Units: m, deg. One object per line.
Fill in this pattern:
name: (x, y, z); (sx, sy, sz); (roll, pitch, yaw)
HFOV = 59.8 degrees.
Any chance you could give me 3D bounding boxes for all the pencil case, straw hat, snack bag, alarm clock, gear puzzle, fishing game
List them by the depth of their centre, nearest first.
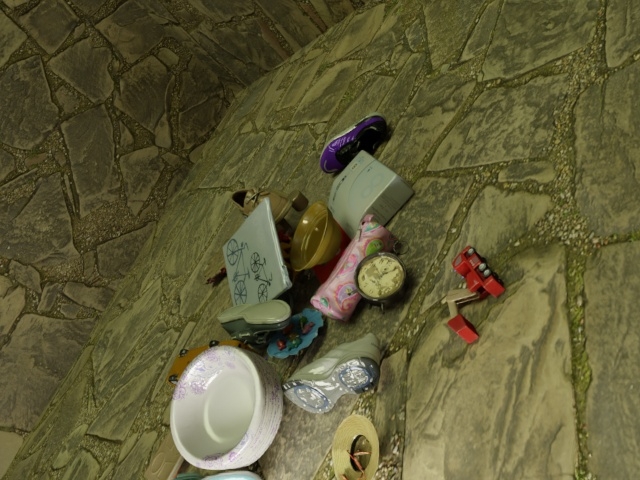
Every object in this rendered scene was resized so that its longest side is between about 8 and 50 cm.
straw hat: (0.088, 0.421, 1.098); (0.144, 0.061, 0.145); (-30, 50, 43)
alarm clock: (0.161, 0.081, 1.365); (0.129, 0.064, 0.192); (26, 77, 29)
pencil case: (0.089, 0.075, 1.463); (0.284, 0.124, 0.124); (-57, 28, -10)
fishing game: (-0.075, 0.248, 1.530); (0.264, 0.041, 0.189); (-44, 23, -19)
snack bag: (-0.203, 0.072, 1.730); (0.342, 0.037, 0.323); (-45, 51, 43)
gear puzzle: (-0.337, 0.050, 2.241); (0.338, 0.044, 0.176); (-36, 29, 22)

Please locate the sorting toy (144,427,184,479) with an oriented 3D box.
sorting toy: (-0.443, 0.643, 1.671); (0.208, 0.038, 0.193); (-7, 50, 60)

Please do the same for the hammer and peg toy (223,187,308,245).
hammer and peg toy: (-0.183, -0.031, 2.006); (0.361, 0.127, 0.266); (-46, 27, 2)

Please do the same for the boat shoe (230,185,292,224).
boat shoe: (-0.214, -0.121, 1.905); (0.122, 0.110, 0.341); (-56, 28, -16)

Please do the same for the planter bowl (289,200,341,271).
planter bowl: (0.000, 0.000, 1.629); (0.217, 0.090, 0.217); (-46, 33, 42)

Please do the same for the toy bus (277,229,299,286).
toy bus: (-0.096, 0.063, 1.773); (0.191, 0.104, 0.202); (68, -143, -78)

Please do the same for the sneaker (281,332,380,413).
sneaker: (0.032, 0.311, 1.304); (0.297, 0.111, 0.129); (-28, 17, 33)

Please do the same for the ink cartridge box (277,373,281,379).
ink cartridge box: (-0.191, 0.446, 1.492); (0.108, 0.062, 0.209); (-18, 42, 45)

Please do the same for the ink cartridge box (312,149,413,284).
ink cartridge box: (0.075, -0.080, 1.710); (0.385, 0.091, 0.308); (-47, 27, 6)

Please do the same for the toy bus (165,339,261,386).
toy bus: (-0.336, 0.392, 1.706); (0.332, 0.130, 0.108); (-23, 39, 43)

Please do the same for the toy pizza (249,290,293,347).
toy pizza: (-0.149, 0.244, 1.713); (0.201, 0.032, 0.201); (-36, 32, 26)

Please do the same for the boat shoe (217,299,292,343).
boat shoe: (-0.177, 0.239, 1.591); (0.319, 0.099, 0.116); (-10, 17, 48)

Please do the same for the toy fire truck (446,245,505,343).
toy fire truck: (0.309, 0.107, 1.163); (0.135, 0.047, 0.192); (-44, 27, 15)

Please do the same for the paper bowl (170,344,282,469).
paper bowl: (-0.215, 0.409, 1.359); (0.284, 0.148, 0.285); (-15, 60, 28)

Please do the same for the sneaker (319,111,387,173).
sneaker: (0.111, -0.321, 1.939); (0.293, 0.102, 0.146); (-38, 30, 23)

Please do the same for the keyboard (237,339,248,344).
keyboard: (-0.237, 0.260, 1.839); (0.108, 0.023, 0.180); (-12, 46, 52)

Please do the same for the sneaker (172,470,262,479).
sneaker: (-0.278, 0.614, 1.358); (0.318, 0.127, 0.208); (-23, 2, 2)

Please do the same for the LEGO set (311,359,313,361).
LEGO set: (-0.009, 0.329, 1.411); (0.083, 0.023, 0.054); (-14, 45, 31)
